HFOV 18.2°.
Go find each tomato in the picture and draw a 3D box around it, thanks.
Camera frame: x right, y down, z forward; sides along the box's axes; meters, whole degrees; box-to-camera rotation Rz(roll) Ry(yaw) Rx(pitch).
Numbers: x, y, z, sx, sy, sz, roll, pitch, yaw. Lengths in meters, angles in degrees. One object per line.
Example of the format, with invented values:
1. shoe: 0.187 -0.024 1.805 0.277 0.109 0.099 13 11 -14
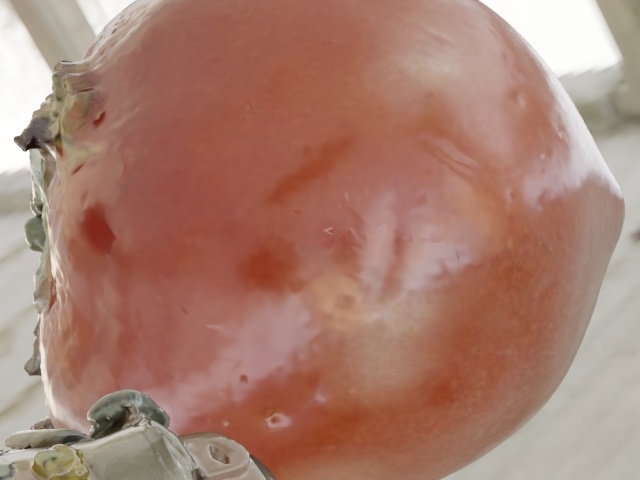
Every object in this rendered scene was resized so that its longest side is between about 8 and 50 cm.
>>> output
1. tomato: 0.000 0.000 1.041 0.321 0.321 0.321 -26 -162 9

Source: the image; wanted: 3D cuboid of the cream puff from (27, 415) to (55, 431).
1. cream puff: -0.145 0.181 1.360 0.084 0.149 0.149 -59 -157 -5

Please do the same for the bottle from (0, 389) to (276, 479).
1. bottle: -0.071 0.101 0.614 0.152 0.099 0.099 -14 -172 -31
